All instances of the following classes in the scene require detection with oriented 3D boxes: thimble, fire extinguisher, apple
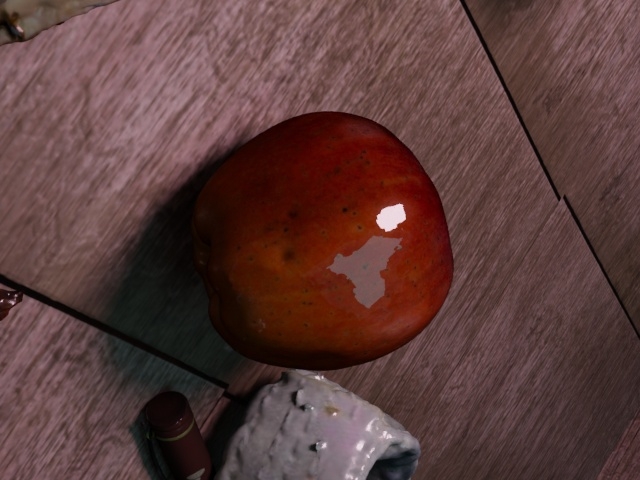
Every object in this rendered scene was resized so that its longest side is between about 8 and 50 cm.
[{"bbox_3d":[-0.004,0.268,0.932,0.205,0.172,0.250,-26,134,-59],"label":"thimble"},{"bbox_3d":[-0.137,0.219,0.878,0.064,0.043,0.158,-27,133,-18],"label":"fire extinguisher"},{"bbox_3d":[-0.001,-0.002,0.755,0.234,0.234,0.234,-28,133,-36],"label":"apple"}]

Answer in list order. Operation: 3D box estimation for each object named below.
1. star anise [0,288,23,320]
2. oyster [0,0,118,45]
[{"bbox_3d":[-0.302,0.054,0.567,0.212,0.053,0.157,-24,130,-37],"label":"star anise"},{"bbox_3d":[-0.173,-0.167,0.496,0.294,0.166,0.094,-23,103,-13],"label":"oyster"}]
